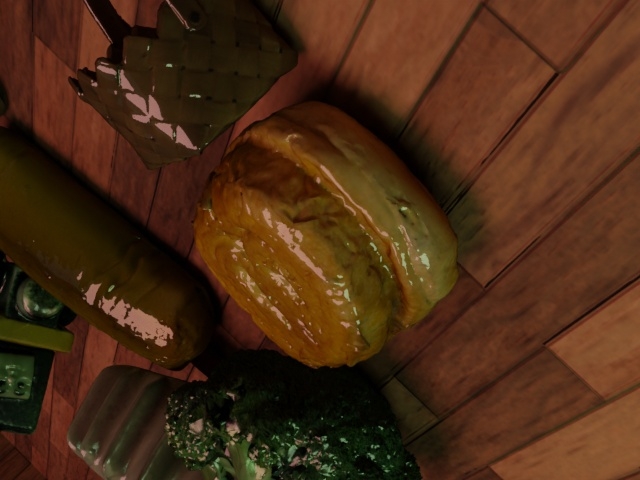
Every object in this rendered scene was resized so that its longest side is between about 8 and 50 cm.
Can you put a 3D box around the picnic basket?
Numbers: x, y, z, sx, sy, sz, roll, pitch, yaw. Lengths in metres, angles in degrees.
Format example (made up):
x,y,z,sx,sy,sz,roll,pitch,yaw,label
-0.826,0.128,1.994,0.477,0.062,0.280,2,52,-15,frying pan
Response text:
x,y,z,sx,sy,sz,roll,pitch,yaw,label
-0.122,-0.153,0.812,0.178,0.138,0.128,54,152,-18,picnic basket

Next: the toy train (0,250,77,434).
x,y,z,sx,sy,sz,roll,pitch,yaw,label
-0.460,0.123,1.573,0.160,0.253,0.397,19,171,-32,toy train

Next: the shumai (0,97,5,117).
x,y,z,sx,sy,sz,roll,pitch,yaw,label
-0.481,-0.191,1.311,0.161,0.209,0.153,162,99,-77,shumai

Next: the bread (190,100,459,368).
x,y,z,sx,sy,sz,roll,pitch,yaw,label
-0.002,-0.002,0.873,0.198,0.120,0.236,48,154,0,bread

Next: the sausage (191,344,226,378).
x,y,z,sx,sy,sz,roll,pitch,yaw,label
-0.135,0.155,1.409,0.147,0.035,0.030,38,-173,12,sausage

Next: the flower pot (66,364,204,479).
x,y,z,sx,sy,sz,roll,pitch,yaw,label
-0.123,0.292,1.406,0.367,0.164,0.254,39,164,-35,flower pot

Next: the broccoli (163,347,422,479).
x,y,z,sx,sy,sz,roll,pitch,yaw,label
-0.043,0.237,1.119,0.270,0.270,0.270,26,168,6,broccoli

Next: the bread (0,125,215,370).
x,y,z,sx,sy,sz,roll,pitch,yaw,label
-0.289,0.019,1.351,0.383,0.112,0.166,38,153,16,bread
